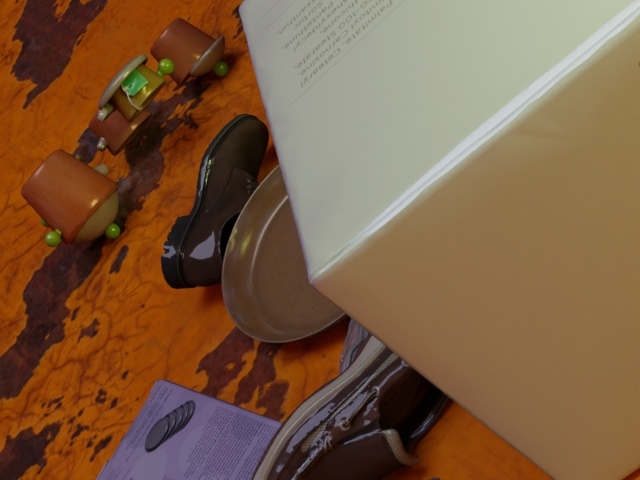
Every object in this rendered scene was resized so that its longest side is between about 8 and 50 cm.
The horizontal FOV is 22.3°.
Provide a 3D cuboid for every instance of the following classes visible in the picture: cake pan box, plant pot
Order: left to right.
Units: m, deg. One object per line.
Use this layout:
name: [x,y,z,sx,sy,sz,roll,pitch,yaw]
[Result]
cake pan box: [-0.136,0.271,1.490,0.246,0.070,0.266,7,62,55]
plant pot: [0.000,0.000,1.611,0.236,0.032,0.236,-25,48,31]

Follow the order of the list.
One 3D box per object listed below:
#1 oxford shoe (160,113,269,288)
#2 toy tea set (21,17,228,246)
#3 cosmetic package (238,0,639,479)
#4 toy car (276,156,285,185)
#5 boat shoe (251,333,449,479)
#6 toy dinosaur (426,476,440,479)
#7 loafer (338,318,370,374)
oxford shoe: [-0.087,-0.042,1.755,0.096,0.083,0.227,-1,55,28]
toy tea set: [-0.229,-0.121,1.995,0.336,0.124,0.200,-49,3,8]
cosmetic package: [0.179,-0.096,1.235,0.327,0.329,0.393,-39,33,17]
toy car: [0.053,-0.176,1.684,0.225,0.053,0.239,-7,91,21]
boat shoe: [0.038,0.163,1.367,0.257,0.095,0.095,-53,38,-6]
toy dinosaur: [0.058,0.261,1.279,0.093,0.053,0.183,-26,40,31]
loafer: [0.039,0.105,1.477,0.039,0.045,0.125,-45,22,41]
